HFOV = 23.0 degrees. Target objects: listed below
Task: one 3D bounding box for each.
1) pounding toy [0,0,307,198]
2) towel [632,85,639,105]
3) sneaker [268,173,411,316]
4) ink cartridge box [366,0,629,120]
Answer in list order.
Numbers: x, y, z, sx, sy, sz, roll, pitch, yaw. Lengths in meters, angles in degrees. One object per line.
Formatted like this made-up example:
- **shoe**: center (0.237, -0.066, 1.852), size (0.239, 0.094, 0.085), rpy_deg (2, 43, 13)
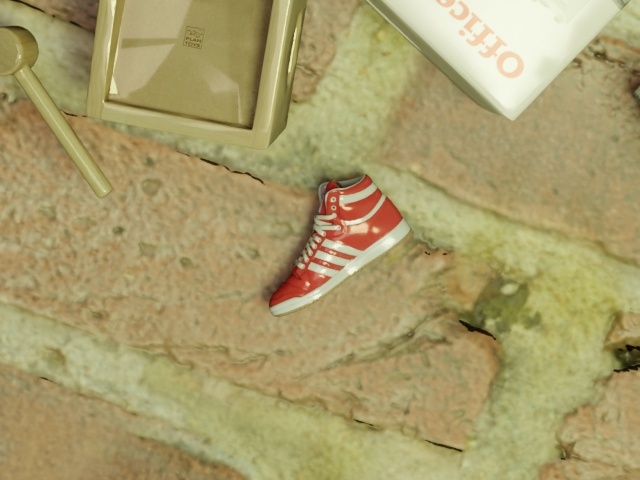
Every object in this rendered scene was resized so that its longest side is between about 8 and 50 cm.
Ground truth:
- **pounding toy**: center (-0.123, -0.123, 1.083), size (0.206, 0.094, 0.181), rpy_deg (11, 106, 5)
- **towel**: center (0.384, -0.030, 1.101), size (0.235, 0.121, 0.283), rpy_deg (-28, 101, 4)
- **sneaker**: center (0.000, 0.000, 1.131), size (0.118, 0.042, 0.067), rpy_deg (-35, 104, -3)
- **ink cartridge box**: center (0.145, -0.248, 1.050), size (0.207, 0.117, 0.283), rpy_deg (42, 97, -9)
